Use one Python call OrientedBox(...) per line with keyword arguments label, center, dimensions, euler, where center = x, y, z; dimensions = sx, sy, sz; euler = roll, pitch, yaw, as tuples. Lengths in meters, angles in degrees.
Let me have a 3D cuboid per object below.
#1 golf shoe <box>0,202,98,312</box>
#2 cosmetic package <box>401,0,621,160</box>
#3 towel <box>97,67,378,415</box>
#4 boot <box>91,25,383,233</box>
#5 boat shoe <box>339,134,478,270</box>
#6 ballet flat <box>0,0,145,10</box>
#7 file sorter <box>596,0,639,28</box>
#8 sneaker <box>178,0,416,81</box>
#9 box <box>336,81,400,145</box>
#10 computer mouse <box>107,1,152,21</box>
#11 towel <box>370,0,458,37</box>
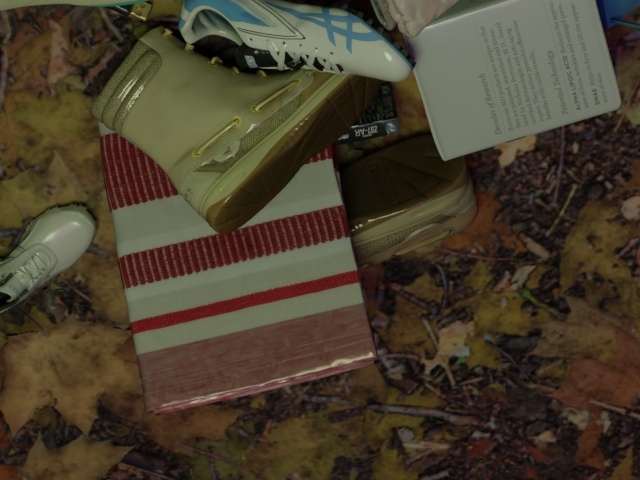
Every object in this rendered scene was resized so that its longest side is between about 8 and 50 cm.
OrientedBox(label="golf shoe", center=(-0.307, 0.033, 1.876), dimensions=(0.176, 0.086, 0.069), euler=(-36, 115, 15))
OrientedBox(label="cosmetic package", center=(0.178, -0.198, 1.730), dimensions=(0.183, 0.151, 0.151), euler=(-17, 121, 7))
OrientedBox(label="towel", center=(-0.088, -0.007, 1.775), dimensions=(0.237, 0.329, 0.037), euler=(-13, 165, 4))
OrientedBox(label="boot", center=(-0.075, -0.156, 1.744), dimensions=(0.262, 0.203, 0.095), euler=(-45, 158, -11))
OrientedBox(label="boat shoe", center=(0.000, 0.000, 1.854), dimensions=(0.341, 0.122, 0.110), euler=(-17, 141, 7))
OrientedBox(label="ballet flat", center=(-0.241, -0.260, 1.655), dimensions=(0.248, 0.086, 0.086), euler=(-7, 121, 10))
OrientedBox(label="file sorter", center=(0.329, -0.295, 1.678), dimensions=(0.118, 0.104, 0.170), euler=(-37, 128, -31))
OrientedBox(label="sneaker", center=(-0.023, -0.186, 1.661), dimensions=(0.237, 0.085, 0.086), euler=(20, 78, 20))
OrientedBox(label="box", center=(0.044, -0.130, 1.801), dimensions=(0.067, 0.083, 0.018), euler=(-12, 121, 2))
OrientedBox(label="computer mouse", center=(-0.128, -0.281, 1.714), dimensions=(0.262, 0.060, 0.184), euler=(18, 117, -13))
OrientedBox(label="towel", center=(0.118, -0.391, 1.550), dimensions=(0.317, 0.053, 0.332), euler=(-45, 135, -18))
